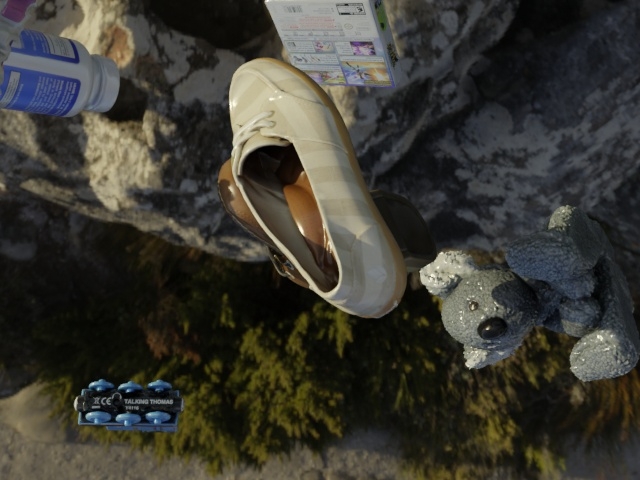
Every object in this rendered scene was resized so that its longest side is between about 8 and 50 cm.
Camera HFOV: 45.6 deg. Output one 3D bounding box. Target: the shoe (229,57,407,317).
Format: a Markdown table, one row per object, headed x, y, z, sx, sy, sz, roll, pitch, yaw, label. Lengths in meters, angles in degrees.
| x | y | z | sx | sy | sz | roll | pitch | yaw | label |
| --- | --- | --- | --- | --- | --- | --- | --- | --- | --- |
| -0.016 | -0.045 | 0.507 | 0.058 | 0.219 | 0.076 | 2 | 139 | -45 | shoe |

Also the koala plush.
| x | y | z | sx | sy | sz | roll | pitch | yaw | label |
| --- | --- | --- | --- | --- | --- | --- | --- | --- | --- |
| 0.248 | 0.071 | 0.938 | 0.221 | 0.203 | 0.196 | -27 | 103 | 30 | koala plush |

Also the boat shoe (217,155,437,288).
| x | y | z | sx | sy | sz | roll | pitch | yaw | label |
| --- | --- | --- | --- | --- | --- | --- | --- | --- | --- |
| 0.000 | 0.000 | 0.698 | 0.104 | 0.110 | 0.307 | -31 | 152 | 24 | boat shoe |

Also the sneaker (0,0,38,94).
| x | y | z | sx | sy | sz | roll | pitch | yaw | label |
| --- | --- | --- | --- | --- | --- | --- | --- | --- | --- |
| -0.353 | -0.173 | 0.734 | 0.095 | 0.105 | 0.236 | 28 | 85 | -35 | sneaker |

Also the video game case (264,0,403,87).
| x | y | z | sx | sy | sz | roll | pitch | yaw | label |
| --- | --- | --- | --- | --- | --- | --- | --- | --- | --- |
| 0.035 | -0.470 | 1.764 | 0.270 | 0.061 | 0.244 | 9 | 144 | 29 | video game case |

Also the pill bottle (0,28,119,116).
| x | y | z | sx | sy | sz | roll | pitch | yaw | label |
| --- | --- | --- | --- | --- | --- | --- | --- | --- | --- |
| -0.529 | -0.315 | 1.441 | 0.272 | 0.152 | 0.152 | 2 | 132 | -46 | pill bottle |

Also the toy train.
| x | y | z | sx | sy | sz | roll | pitch | yaw | label |
| --- | --- | --- | --- | --- | --- | --- | --- | --- | --- |
| -0.328 | 0.291 | 1.320 | 0.184 | 0.080 | 0.105 | 2 | 150 | -9 | toy train |
